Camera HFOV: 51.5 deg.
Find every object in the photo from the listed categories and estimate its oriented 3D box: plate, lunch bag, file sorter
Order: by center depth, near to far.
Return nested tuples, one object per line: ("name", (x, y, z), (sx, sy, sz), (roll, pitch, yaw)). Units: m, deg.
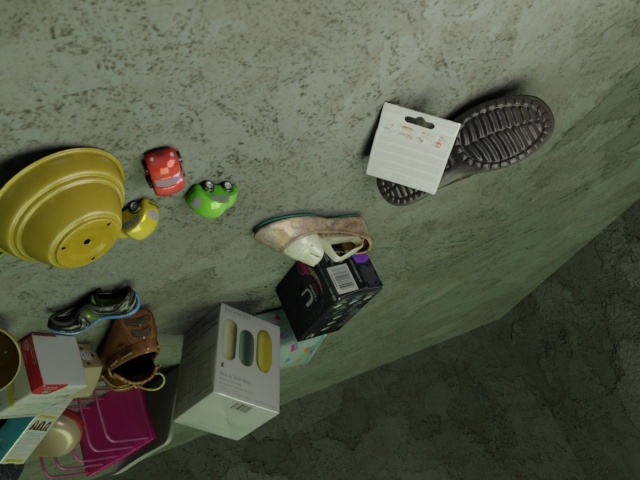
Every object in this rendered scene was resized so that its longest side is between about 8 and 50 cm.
("file sorter", (-0.667, 0.547, 1.940), (0.291, 0.202, 0.182), (-33, 154, 22))
("lunch bag", (-0.137, 0.323, 2.038), (0.223, 0.160, 0.262), (-11, 150, -33))
("plate", (-0.518, 0.557, 2.049), (0.277, 0.278, 0.045), (-37, 122, 28))

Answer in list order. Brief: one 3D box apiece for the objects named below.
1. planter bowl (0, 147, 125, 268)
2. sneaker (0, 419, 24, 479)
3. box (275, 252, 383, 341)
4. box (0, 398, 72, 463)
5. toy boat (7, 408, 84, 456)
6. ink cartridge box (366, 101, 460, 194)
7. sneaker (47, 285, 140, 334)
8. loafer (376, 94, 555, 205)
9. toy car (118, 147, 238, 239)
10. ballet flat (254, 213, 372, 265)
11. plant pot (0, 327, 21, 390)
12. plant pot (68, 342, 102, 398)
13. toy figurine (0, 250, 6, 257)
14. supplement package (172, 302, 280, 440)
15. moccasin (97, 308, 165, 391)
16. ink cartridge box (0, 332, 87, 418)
("planter bowl", (-0.362, -0.024, 0.973), (0.217, 0.090, 0.217), (-36, 159, -16))
("sneaker", (-0.864, 0.504, 1.686), (0.112, 0.131, 0.318), (-54, 152, -51))
("box", (0.015, 0.126, 1.718), (0.143, 0.165, 0.270), (-11, 155, -32))
("box", (-0.713, 0.439, 1.660), (0.244, 0.060, 0.100), (-54, 161, -10))
("toy boat", (-0.755, 0.497, 1.820), (0.231, 0.151, 0.151), (-1, 122, 10))
("ink cartridge box", (0.171, -0.179, 1.244), (0.146, 0.045, 0.179), (17, 137, 5))
("sneaker", (-0.472, 0.137, 1.377), (0.188, 0.067, 0.078), (-18, 137, -13))
("loafer", (0.287, -0.192, 1.354), (0.366, 0.133, 0.130), (-21, -172, 17))
("toy car", (-0.232, -0.067, 1.144), (0.225, 0.053, 0.239), (-4, 151, -43))
("ballet flat", (0.000, 0.000, 1.484), (0.316, 0.106, 0.107), (-6, 153, -39))
("plant pot", (-0.653, 0.226, 1.312), (0.134, 0.134, 0.095), (-21, -173, -11))
("plant pot", (-0.588, 0.304, 1.585), (0.096, 0.109, 0.109), (-47, 152, 20))
("toy figurine", (-0.562, 0.048, 1.027), (0.173, 0.130, 0.159), (-42, -177, -27))
("supplement package", (-0.241, 0.347, 1.752), (0.199, 0.262, 0.198), (27, 131, -29))
("moccasin", (-0.464, 0.305, 1.648), (0.139, 0.147, 0.380), (-9, 154, -35))
("ink cartridge box", (-0.640, 0.304, 1.481), (0.176, 0.127, 0.128), (-31, 158, 17))
